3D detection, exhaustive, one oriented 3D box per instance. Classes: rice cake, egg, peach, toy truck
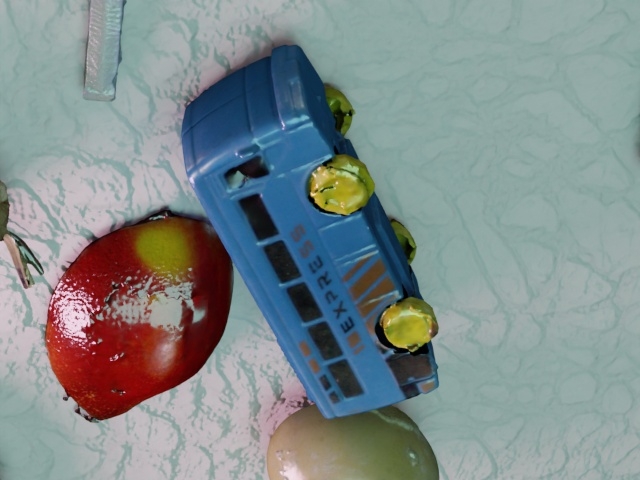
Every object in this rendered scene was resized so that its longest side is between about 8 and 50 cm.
[{"bbox_3d":[-0.190,-0.209,1.336,0.042,0.030,0.180,3,121,-12],"label":"rice cake"},{"bbox_3d":[0.037,0.252,1.630,0.201,0.164,0.164,17,116,-20],"label":"egg"},{"bbox_3d":[-0.190,0.098,1.517,0.189,0.068,0.279,12,118,-21],"label":"peach"},{"bbox_3d":[0.000,0.000,1.454,0.162,0.161,0.385,-20,127,9],"label":"toy truck"}]

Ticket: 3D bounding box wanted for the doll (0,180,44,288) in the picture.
[{"bbox_3d":[-0.346,-0.035,1.359,0.221,0.105,0.115,29,148,-29],"label":"doll"}]
